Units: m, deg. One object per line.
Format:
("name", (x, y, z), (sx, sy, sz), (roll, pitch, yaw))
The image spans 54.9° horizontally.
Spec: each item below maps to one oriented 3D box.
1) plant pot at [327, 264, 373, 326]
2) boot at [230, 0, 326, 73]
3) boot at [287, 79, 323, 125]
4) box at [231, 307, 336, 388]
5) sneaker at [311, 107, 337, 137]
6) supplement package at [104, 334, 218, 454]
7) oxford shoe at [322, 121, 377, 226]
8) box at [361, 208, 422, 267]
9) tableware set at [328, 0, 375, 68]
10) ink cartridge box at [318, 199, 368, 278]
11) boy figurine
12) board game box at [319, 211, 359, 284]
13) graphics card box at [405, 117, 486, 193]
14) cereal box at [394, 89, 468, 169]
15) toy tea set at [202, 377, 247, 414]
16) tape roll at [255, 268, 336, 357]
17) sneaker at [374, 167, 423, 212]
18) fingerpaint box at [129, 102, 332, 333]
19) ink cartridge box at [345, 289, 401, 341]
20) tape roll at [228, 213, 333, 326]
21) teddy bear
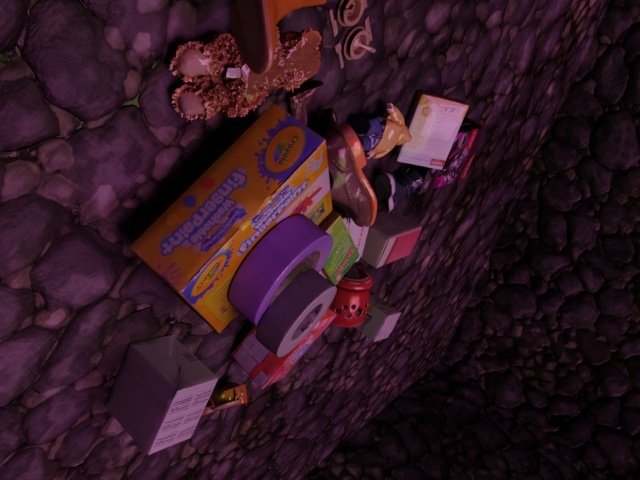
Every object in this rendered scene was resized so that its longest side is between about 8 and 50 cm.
("plant pot", (0.080, 0.180, 2.136), (0.191, 0.191, 0.174), (-18, 127, -50))
("boot", (-0.064, -0.446, 1.138), (0.211, 0.104, 0.294), (-9, 85, -42))
("boot", (-0.035, -0.332, 1.530), (0.106, 0.037, 0.114), (-28, 141, -20))
("box", (-0.115, 0.293, 1.912), (0.300, 0.154, 0.142), (-53, 162, 19))
("sneaker", (0.023, -0.288, 1.660), (0.178, 0.072, 0.077), (93, 23, -51))
("supplement package", (-0.404, 0.386, 1.568), (0.149, 0.194, 0.203), (-2, 123, -57))
("oxford shoe", (0.058, -0.152, 1.665), (0.133, 0.130, 0.363), (-31, 137, -9))
("box", (0.226, -0.012, 2.186), (0.232, 0.149, 0.126), (-17, 135, -49))
("tableware set", (0.088, -0.521, 1.514), (0.128, 0.039, 0.194), (-47, 152, -16))
("ink cartridge box", (0.000, 0.000, 1.856), (0.308, 0.129, 0.223), (-27, 140, -42))
("boy figurine", (0.185, -0.327, 1.832), (0.285, 0.092, 0.177), (-18, 135, -51))
("board game box", (0.041, 0.029, 1.775), (0.124, 0.039, 0.259), (-49, 148, -11))
("graphics card box", (0.461, -0.320, 2.283), (0.371, 0.094, 0.232), (-18, 136, -48))
("cereal box", (0.362, -0.359, 2.030), (0.173, 0.047, 0.240), (9, 121, -18))
("toy tea set", (-0.328, 0.456, 1.869), (0.200, 0.124, 0.336), (-17, 167, -1))
("tape roll", (-0.057, 0.174, 1.481), (0.219, 0.072, 0.219), (-47, 165, -17))
("sneaker", (0.269, -0.204, 2.092), (0.163, 0.086, 0.226), (-38, 160, -10))
("fingerpaint box", (-0.179, -0.036, 1.438), (0.445, 0.163, 0.371), (-48, 164, -13))
("ink cartridge box", (0.205, 0.300, 2.471), (0.128, 0.176, 0.127), (-3, 123, -58))
("tape roll", (-0.090, 0.073, 1.457), (0.275, 0.090, 0.274), (-47, 163, -19))
("teddy bear", (-0.159, -0.358, 1.253), (0.338, 0.113, 0.245), (-36, 142, -18))
